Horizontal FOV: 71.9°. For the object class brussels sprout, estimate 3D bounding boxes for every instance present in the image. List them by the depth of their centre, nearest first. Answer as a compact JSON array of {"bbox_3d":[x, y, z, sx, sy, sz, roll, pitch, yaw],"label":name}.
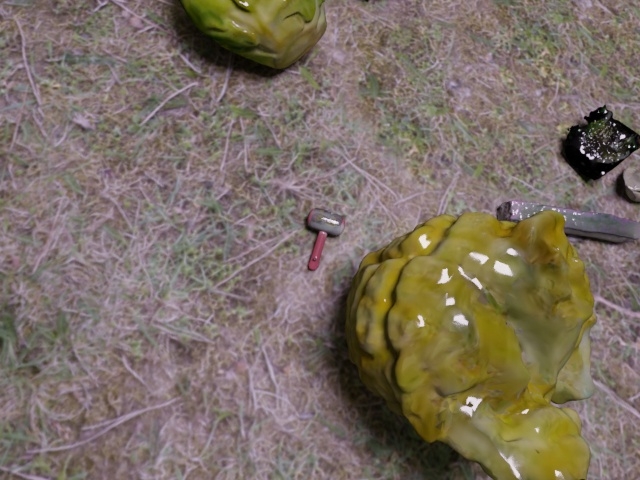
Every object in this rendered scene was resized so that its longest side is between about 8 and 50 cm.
[{"bbox_3d":[-0.093,-0.347,0.593,0.223,0.161,0.223,1,70,-4],"label":"brussels sprout"}]

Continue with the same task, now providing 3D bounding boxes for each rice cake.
[{"bbox_3d":[0.359,-0.026,0.632,0.206,0.047,0.036,9,92,-3],"label":"rice cake"}]

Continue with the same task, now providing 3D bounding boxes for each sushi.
[{"bbox_3d":[0.412,-0.145,0.661,0.083,0.056,0.085,-39,85,-5],"label":"sushi"}]

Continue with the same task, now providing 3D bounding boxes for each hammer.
[{"bbox_3d":[0.000,0.000,0.596,0.052,0.031,0.083,17,87,1],"label":"hammer"}]

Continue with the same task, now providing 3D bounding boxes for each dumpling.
[{"bbox_3d":[0.482,-0.087,0.662,0.077,0.043,0.059,-3,56,-4],"label":"dumpling"}]

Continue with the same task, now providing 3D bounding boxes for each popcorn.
[{"bbox_3d":[0.167,0.093,0.485,0.292,0.237,0.293,1,75,-2],"label":"popcorn"}]
